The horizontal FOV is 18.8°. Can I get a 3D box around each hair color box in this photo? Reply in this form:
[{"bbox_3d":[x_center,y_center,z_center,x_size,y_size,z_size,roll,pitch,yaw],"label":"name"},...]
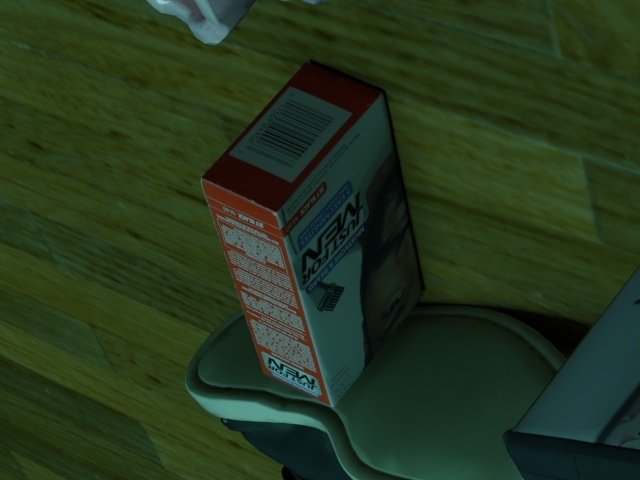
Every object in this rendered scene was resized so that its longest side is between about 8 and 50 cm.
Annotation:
[{"bbox_3d":[0.000,0.000,1.019,0.053,0.093,0.167,25,151,27],"label":"hair color box"}]

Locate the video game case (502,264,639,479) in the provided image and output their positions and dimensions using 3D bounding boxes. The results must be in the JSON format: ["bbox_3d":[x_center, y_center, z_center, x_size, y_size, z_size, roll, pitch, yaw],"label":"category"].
[{"bbox_3d":[0.219,-0.005,0.547,0.275,0.248,0.035,3,134,51],"label":"video game case"}]

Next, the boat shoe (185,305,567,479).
[{"bbox_3d":[0.051,0.115,1.095,0.340,0.127,0.113,5,138,52],"label":"boat shoe"}]

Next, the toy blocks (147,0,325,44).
[{"bbox_3d":[-0.110,-0.172,0.623,0.288,0.260,0.309,43,171,4],"label":"toy blocks"}]
